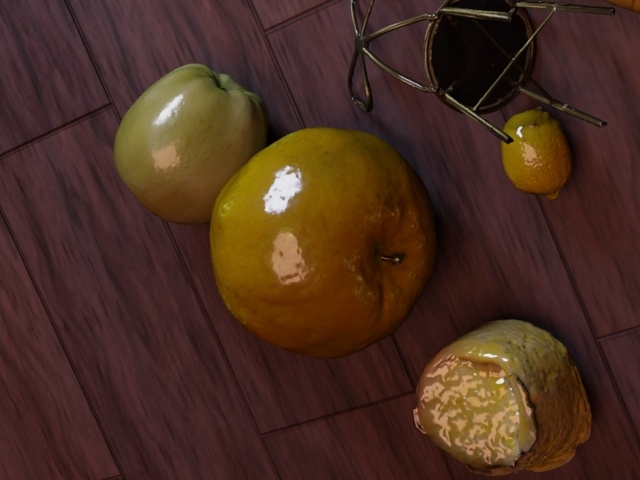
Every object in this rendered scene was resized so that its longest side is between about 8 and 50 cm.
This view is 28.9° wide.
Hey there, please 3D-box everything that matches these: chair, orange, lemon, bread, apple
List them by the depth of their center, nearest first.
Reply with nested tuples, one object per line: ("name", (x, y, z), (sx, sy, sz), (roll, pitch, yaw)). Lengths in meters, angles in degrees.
("chair", (0.170, -0.213, 1.399), (0.326, 0.170, 0.159), (-150, 54, -61))
("lemon", (0.248, -0.096, 1.426), (0.082, 0.082, 0.110), (-11, 102, 26))
("orange", (0.000, 0.000, 1.463), (0.235, 0.279, 0.279), (12, 112, 44))
("bread", (0.218, 0.195, 1.481), (0.197, 0.170, 0.197), (6, 100, 33))
("apple", (-0.159, -0.118, 1.545), (0.200, 0.200, 0.200), (7, 108, 22))

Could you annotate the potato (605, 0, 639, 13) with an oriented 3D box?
("potato", (0.368, -0.302, 1.261), (0.300, 0.140, 0.173), (22, 83, -7))
